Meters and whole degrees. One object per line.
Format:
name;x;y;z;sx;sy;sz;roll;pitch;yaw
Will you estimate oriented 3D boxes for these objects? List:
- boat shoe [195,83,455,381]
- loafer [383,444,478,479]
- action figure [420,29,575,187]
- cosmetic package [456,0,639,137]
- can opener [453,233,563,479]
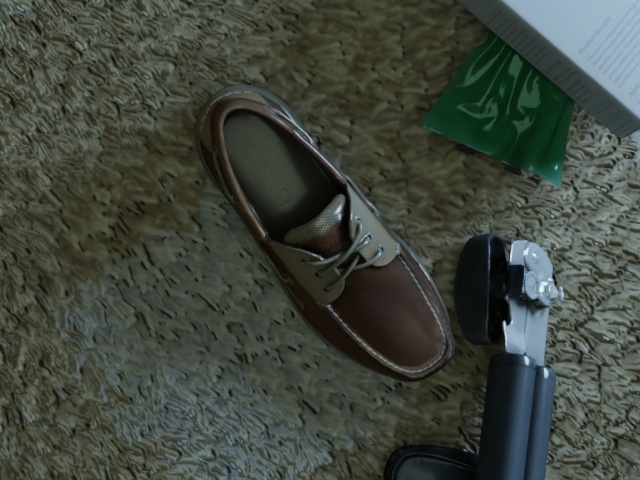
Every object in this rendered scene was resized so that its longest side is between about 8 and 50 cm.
boat shoe;0.000;0.000;1.774;0.123;0.116;0.324;-42;93;0
loafer;0.164;0.248;1.810;0.223;0.078;0.076;25;91;-3
action figure;0.200;-0.178;1.801;0.137;0.063;0.232;25;84;-2
cosmetic package;0.222;-0.209;1.738;0.231;0.085;0.117;41;80;0
can opener;0.168;0.131;1.783;0.093;0.074;0.280;-10;66;35
